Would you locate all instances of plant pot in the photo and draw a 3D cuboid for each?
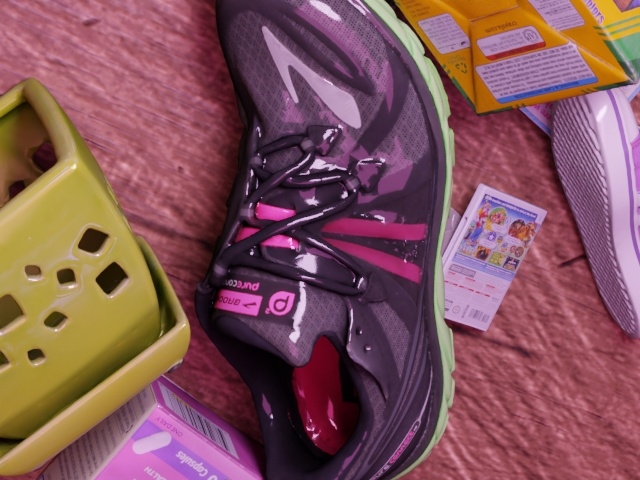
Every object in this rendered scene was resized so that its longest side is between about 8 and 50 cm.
[{"bbox_3d":[-0.239,0.038,1.534,0.227,0.228,0.207,-37,116,0],"label":"plant pot"}]

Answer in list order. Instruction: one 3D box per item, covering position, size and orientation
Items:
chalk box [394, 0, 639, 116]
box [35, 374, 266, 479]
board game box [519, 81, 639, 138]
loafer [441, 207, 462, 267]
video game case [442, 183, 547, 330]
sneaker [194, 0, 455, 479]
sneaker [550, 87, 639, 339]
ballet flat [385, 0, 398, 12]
[{"bbox_3d":[0.205,-0.265,1.531,0.179,0.180,0.289,52,57,-21],"label":"chalk box"},{"bbox_3d":[-0.145,0.269,1.674,0.213,0.117,0.243,39,96,-20],"label":"box"},{"bbox_3d":[0.201,-0.157,1.671,0.154,0.026,0.103,40,95,-20],"label":"board game box"},{"bbox_3d":[0.094,-0.016,1.686,0.045,0.039,0.125,-49,129,-18],"label":"loafer"},{"bbox_3d":[0.143,0.016,1.698,0.087,0.011,0.122,19,101,-42],"label":"video game case"},{"bbox_3d":[0.000,0.000,1.563,0.185,0.202,0.482,1,111,34],"label":"sneaker"},{"bbox_3d":[0.298,-0.057,1.670,0.161,0.102,0.282,-29,134,-7],"label":"sneaker"},{"bbox_3d":[0.050,-0.280,1.573,0.077,0.079,0.221,0,106,-11],"label":"ballet flat"}]
